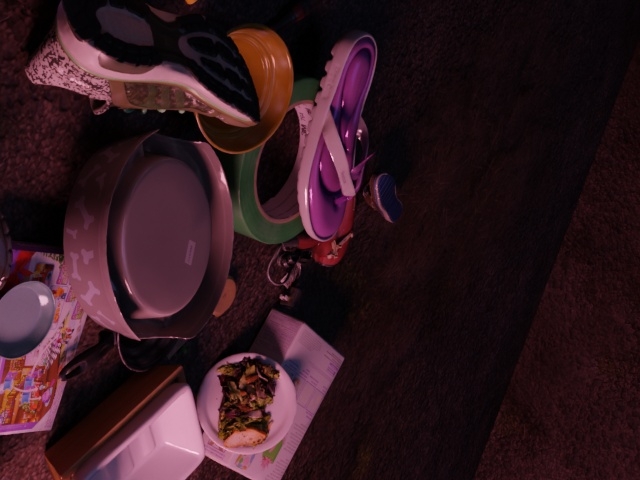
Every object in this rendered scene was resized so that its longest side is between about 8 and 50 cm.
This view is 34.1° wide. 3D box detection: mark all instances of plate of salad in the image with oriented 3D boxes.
[{"bbox_3d":[-0.142,0.319,2.049,0.199,0.200,0.048,-62,-174,-12],"label":"plate of salad"}]

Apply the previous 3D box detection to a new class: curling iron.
[{"bbox_3d":[-0.040,-0.405,1.893,0.274,0.035,0.068,-51,149,-26],"label":"curling iron"}]

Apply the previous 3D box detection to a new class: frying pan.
[{"bbox_3d":[-0.324,0.168,1.756,0.326,0.053,0.197,-52,147,-36],"label":"frying pan"}]

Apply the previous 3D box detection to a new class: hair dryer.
[{"bbox_3d":[0.000,0.000,2.131,0.293,0.080,0.223,-60,164,-19],"label":"hair dryer"}]

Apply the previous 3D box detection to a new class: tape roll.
[{"bbox_3d":[-0.077,-0.155,1.950,0.321,0.077,0.321,-37,138,-43],"label":"tape roll"}]

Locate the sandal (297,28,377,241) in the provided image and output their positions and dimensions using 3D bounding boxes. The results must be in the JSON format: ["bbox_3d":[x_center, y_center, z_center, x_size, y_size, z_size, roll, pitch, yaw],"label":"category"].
[{"bbox_3d":[0.047,-0.182,1.954,0.169,0.102,0.416,-21,126,-51],"label":"sandal"}]

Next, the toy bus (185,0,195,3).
[{"bbox_3d":[-0.181,-0.447,1.472,0.220,0.211,0.149,-59,147,-19],"label":"toy bus"}]

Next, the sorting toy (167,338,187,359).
[{"bbox_3d":[-0.268,0.189,1.922,0.062,0.012,0.083,-51,142,-36],"label":"sorting toy"}]

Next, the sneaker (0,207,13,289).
[{"bbox_3d":[-0.501,0.062,1.390,0.130,0.109,0.286,5,102,-52],"label":"sneaker"}]

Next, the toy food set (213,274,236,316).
[{"bbox_3d":[-0.189,0.102,1.986,0.082,0.020,0.083,-64,149,-8],"label":"toy food set"}]

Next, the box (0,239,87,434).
[{"bbox_3d":[-0.450,0.147,1.562,0.201,0.057,0.293,10,100,-61],"label":"box"}]

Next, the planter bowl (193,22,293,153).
[{"bbox_3d":[-0.152,-0.260,1.738,0.217,0.090,0.217,-24,124,-40],"label":"planter bowl"}]

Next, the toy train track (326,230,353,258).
[{"bbox_3d":[0.044,0.010,2.146,0.083,0.014,0.048,-45,144,-30],"label":"toy train track"}]

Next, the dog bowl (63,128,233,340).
[{"bbox_3d":[-0.267,-0.007,1.639,0.349,0.102,0.348,-17,109,-62],"label":"dog bowl"}]

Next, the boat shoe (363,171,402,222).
[{"bbox_3d":[0.129,-0.100,2.319,0.066,0.066,0.183,-55,153,-18],"label":"boat shoe"}]

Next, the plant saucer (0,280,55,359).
[{"bbox_3d":[-0.431,0.110,1.489,0.119,0.021,0.119,-34,135,-43],"label":"plant saucer"}]

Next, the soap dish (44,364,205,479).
[{"bbox_3d":[-0.339,0.375,1.822,0.291,0.118,0.229,-43,141,-37],"label":"soap dish"}]

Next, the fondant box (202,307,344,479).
[{"bbox_3d":[-0.099,0.338,2.204,0.330,0.096,0.238,-62,149,-13],"label":"fondant box"}]

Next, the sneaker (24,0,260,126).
[{"bbox_3d":[-0.256,-0.245,1.532,0.410,0.182,0.158,17,55,-49],"label":"sneaker"}]
